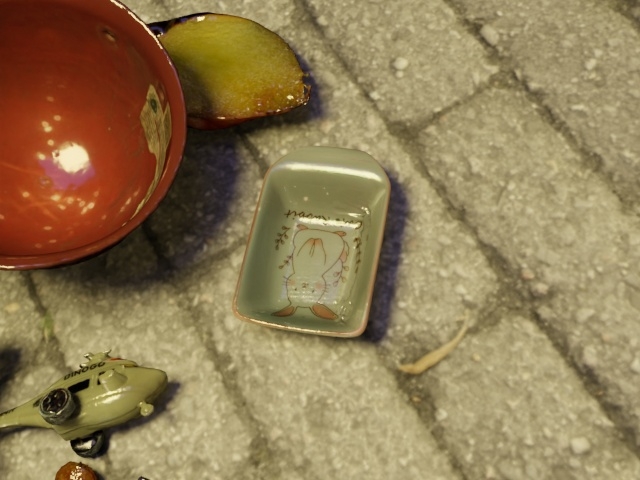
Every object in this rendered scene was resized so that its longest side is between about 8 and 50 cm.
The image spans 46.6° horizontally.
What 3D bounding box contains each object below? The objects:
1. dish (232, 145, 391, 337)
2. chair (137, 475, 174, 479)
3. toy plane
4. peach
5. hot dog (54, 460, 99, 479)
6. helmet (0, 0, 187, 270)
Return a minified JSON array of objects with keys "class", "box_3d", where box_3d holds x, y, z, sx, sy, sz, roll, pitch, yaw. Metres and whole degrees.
[{"class":"dish","box_3d":[0.000,0.000,0.864,0.154,0.064,0.234,8,71,13]},{"class":"chair","box_3d":[-0.160,0.357,0.719,0.106,0.113,0.229,15,71,17]},{"class":"toy plane","box_3d":[-0.309,0.188,0.838,0.286,0.092,0.108,-19,45,2]},{"class":"peach","box_3d":[-0.129,-0.211,0.974,0.279,0.068,0.189,28,67,22]},{"class":"hot dog","box_3d":[-0.275,0.285,0.814,0.058,0.035,0.083,12,71,15]},{"class":"helmet","box_3d":[-0.349,-0.106,0.871,0.385,0.230,0.337,3,74,-8]}]
